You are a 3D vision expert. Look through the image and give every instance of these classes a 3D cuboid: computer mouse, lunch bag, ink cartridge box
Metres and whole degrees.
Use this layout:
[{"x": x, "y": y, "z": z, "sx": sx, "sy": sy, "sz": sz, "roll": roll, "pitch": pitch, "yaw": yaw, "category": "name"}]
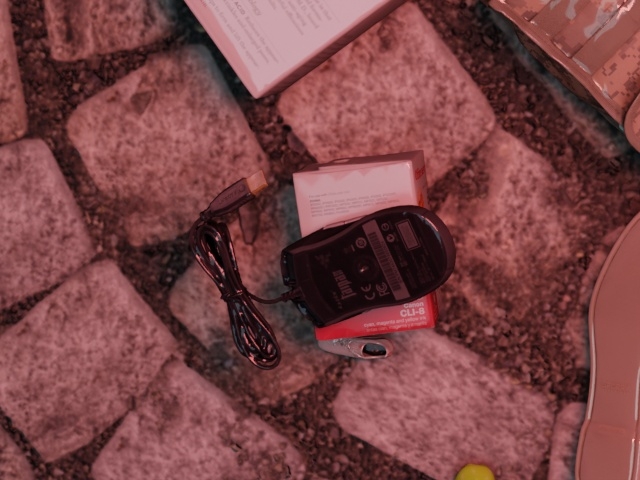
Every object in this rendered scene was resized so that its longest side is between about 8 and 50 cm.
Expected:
[{"x": 0.000, "y": 0.000, "z": 1.600, "sx": 0.262, "sy": 0.060, "sz": 0.184, "roll": -27, "pitch": 96, "yaw": 25, "category": "computer mouse"}, {"x": 0.337, "y": -0.226, "z": 1.600, "sx": 0.287, "sy": 0.169, "sz": 0.235, "roll": 41, "pitch": 98, "yaw": -6, "category": "lunch bag"}, {"x": 0.052, "y": 0.001, "z": 1.685, "sx": 0.127, "sy": 0.128, "sz": 0.176, "roll": -7, "pitch": 97, "yaw": 10, "category": "ink cartridge box"}]

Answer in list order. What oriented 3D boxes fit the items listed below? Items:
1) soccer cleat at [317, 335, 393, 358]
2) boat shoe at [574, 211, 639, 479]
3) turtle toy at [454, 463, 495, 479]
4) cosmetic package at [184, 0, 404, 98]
[{"x": 0.037, "y": 0.114, "z": 1.750, "sx": 0.083, "sy": 0.035, "sz": 0.029, "roll": 8, "pitch": 99, "yaw": 6, "category": "soccer cleat"}, {"x": 0.343, "y": 0.125, "z": 1.694, "sx": 0.112, "sy": 0.095, "sz": 0.335, "roll": 16, "pitch": 97, "yaw": 42, "category": "boat shoe"}, {"x": 0.183, "y": 0.303, "z": 1.741, "sx": 0.095, "sy": 0.066, "sz": 0.130, "roll": -22, "pitch": 94, "yaw": 10, "category": "turtle toy"}, {"x": -0.025, "y": -0.259, "z": 1.649, "sx": 0.184, "sy": 0.151, "sz": 0.151, "roll": -35, "pitch": 91, "yaw": 10, "category": "cosmetic package"}]
